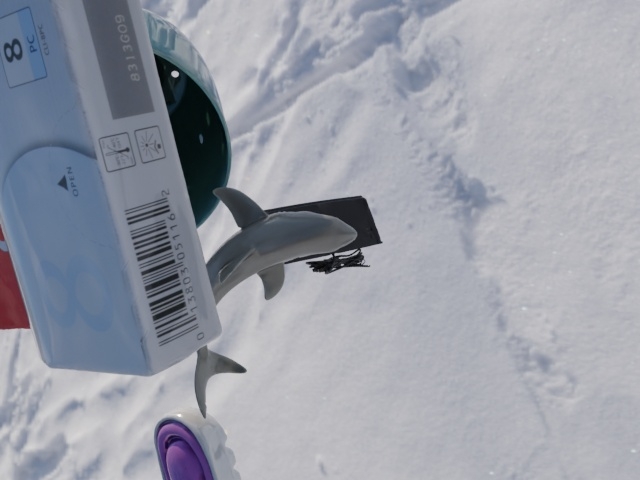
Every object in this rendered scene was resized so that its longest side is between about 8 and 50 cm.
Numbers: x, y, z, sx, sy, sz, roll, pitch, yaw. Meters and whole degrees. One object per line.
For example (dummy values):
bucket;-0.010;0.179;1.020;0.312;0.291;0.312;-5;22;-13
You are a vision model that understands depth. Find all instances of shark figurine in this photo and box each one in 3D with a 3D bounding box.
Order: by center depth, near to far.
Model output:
shark figurine;-0.105;0.056;0.929;0.278;0.166;0.116;-52;6;14

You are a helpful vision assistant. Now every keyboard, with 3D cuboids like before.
keyboard;0.000;0.000;1.040;0.038;0.192;0.100;-27;77;46

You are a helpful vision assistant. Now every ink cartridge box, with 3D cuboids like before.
ink cartridge box;-0.280;-0.045;0.709;0.385;0.091;0.308;-4;104;37

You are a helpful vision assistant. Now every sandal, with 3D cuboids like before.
sandal;-0.141;0.414;0.978;0.169;0.102;0.416;-22;85;46

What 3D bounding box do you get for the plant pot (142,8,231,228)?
plant pot;-0.263;-0.163;1.018;0.293;0.293;0.235;-58;24;28
